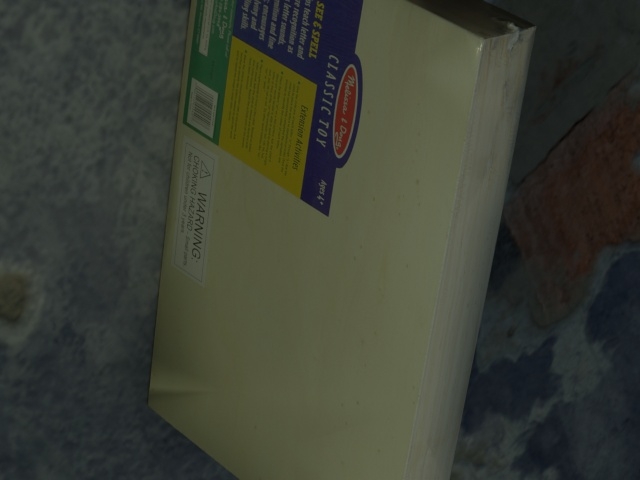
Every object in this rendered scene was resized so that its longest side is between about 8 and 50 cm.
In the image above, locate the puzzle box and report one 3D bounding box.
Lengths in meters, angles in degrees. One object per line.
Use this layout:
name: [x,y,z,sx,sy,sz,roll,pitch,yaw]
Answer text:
puzzle box: [0.000,0.000,1.236,0.052,0.272,0.409,-15,126,-39]
